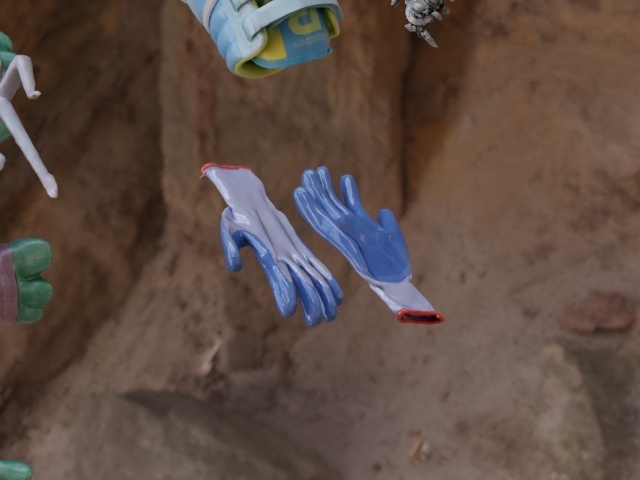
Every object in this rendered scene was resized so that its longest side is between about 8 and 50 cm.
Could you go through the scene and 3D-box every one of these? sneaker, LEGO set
[{"bbox_3d":[-0.040,-0.272,1.110,0.208,0.127,0.319,59,156,27],"label":"sneaker"},{"bbox_3d":[0.066,-0.167,0.839,0.054,0.023,0.083,-27,72,14],"label":"LEGO set"}]

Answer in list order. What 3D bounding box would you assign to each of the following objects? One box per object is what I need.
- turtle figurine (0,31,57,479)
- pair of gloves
[{"bbox_3d":[-0.148,0.008,0.468,0.234,0.118,0.175,-110,25,-76],"label":"turtle figurine"},{"bbox_3d":[0.000,0.000,0.932,0.023,0.198,0.159,-54,52,27],"label":"pair of gloves"}]
